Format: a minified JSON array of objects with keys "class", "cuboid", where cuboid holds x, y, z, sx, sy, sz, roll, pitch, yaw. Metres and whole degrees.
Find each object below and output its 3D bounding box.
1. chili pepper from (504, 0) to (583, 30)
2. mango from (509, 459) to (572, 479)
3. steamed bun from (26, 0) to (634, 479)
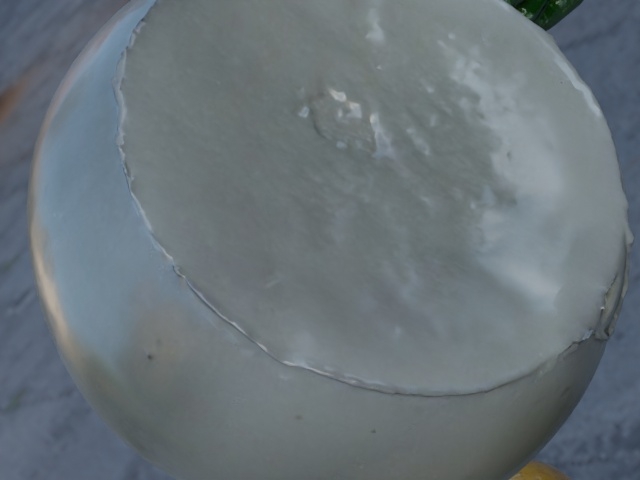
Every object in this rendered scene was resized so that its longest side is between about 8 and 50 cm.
[{"class":"chili pepper","cuboid":[0.173,-0.216,1.273,0.074,0.100,0.257,22,70,47]},{"class":"mango","cuboid":[0.200,0.319,1.727,0.191,0.160,0.290,-55,5,-11]},{"class":"steamed bun","cuboid":[0.000,0.000,0.897,0.324,0.324,0.206,-60,0,-33]}]
